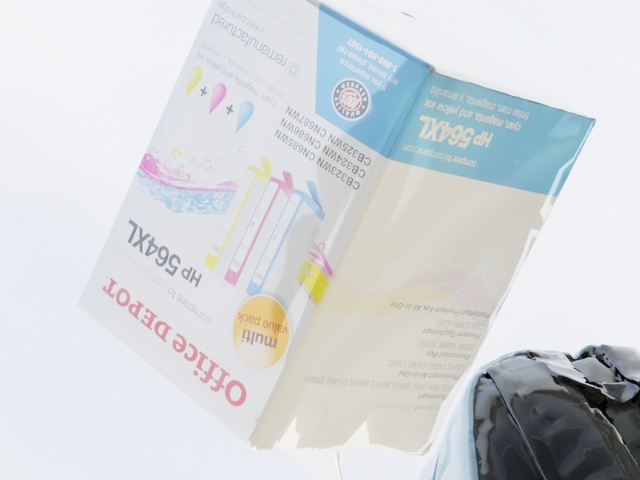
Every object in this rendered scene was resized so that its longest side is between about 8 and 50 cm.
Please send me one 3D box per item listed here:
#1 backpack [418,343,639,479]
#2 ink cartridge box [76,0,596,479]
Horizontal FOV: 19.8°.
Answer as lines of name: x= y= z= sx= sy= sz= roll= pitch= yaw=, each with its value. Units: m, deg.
backpack: x=0.179 y=0.229 z=1.135 sx=0.290 sy=0.273 sz=0.356 roll=0 pitch=-121 yaw=-17
ink cartridge box: x=0.000 y=0.000 z=0.577 sx=0.090 sy=0.092 sz=0.143 roll=10 pitch=-71 yaw=-50
